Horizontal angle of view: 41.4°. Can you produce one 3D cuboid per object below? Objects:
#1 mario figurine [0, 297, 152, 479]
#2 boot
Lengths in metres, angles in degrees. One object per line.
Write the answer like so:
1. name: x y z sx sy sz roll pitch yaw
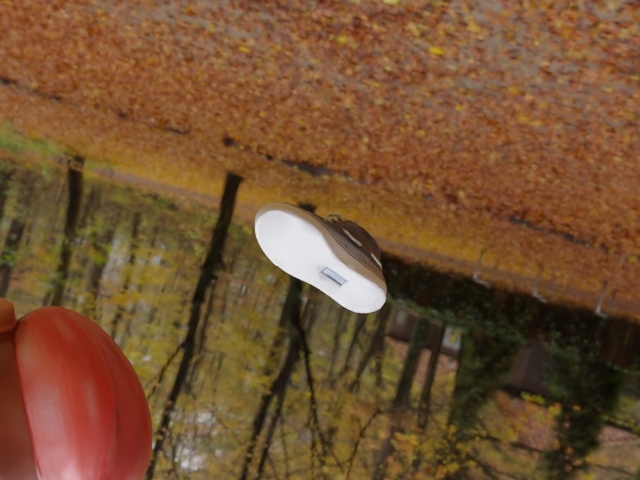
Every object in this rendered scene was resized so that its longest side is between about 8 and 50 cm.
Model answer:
1. mario figurine: -0.232 0.115 0.397 0.320 0.198 0.170 -4 -155 -41
2. boot: 0.000 0.000 0.921 0.069 0.086 0.190 -30 128 25
